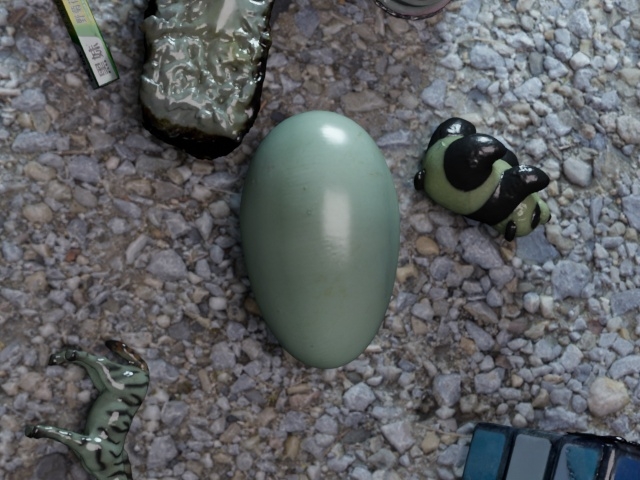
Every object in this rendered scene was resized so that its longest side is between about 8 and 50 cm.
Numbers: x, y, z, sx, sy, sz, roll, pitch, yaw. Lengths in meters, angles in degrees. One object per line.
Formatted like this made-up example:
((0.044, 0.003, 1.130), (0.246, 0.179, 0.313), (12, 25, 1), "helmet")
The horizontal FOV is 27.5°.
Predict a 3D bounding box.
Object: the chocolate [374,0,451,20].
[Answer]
((0.166, -0.456, 2.015), (0.221, 0.147, 0.221), (2, 86, -22), "chocolate")

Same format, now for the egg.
((0.000, 0.000, 1.871), (0.230, 0.230, 0.370), (-4, 95, -26), "egg")

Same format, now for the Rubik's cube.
((0.413, 0.492, 1.981), (0.362, 0.363, 0.358), (18, 78, -25), "Rubik's cube")

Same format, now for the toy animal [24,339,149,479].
((-0.319, 0.263, 1.790), (0.170, 0.090, 0.255), (5, 88, -30), "toy animal")

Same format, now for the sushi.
((-0.169, -0.291, 1.834), (0.197, 0.182, 0.343), (10, 83, -20), "sushi")

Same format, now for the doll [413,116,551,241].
((0.262, -0.093, 2.058), (0.234, 0.143, 0.135), (27, 101, -23), "doll")

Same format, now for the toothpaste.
((-0.334, -0.300, 1.825), (0.037, 0.043, 0.178), (-26, 99, -24), "toothpaste")
